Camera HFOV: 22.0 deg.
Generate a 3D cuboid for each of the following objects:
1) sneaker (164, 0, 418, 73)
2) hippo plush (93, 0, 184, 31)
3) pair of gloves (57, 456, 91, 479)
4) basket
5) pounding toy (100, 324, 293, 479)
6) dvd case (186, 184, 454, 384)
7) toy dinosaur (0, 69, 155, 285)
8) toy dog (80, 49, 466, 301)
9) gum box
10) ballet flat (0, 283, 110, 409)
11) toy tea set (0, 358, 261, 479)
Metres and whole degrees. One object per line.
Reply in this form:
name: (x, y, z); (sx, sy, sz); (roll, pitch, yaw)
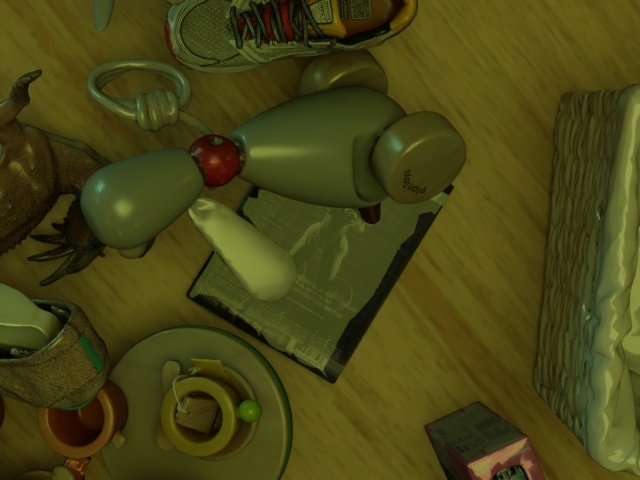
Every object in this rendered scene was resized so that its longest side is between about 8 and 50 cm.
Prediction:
sneaker: (-0.023, -0.196, 1.402); (0.225, 0.093, 0.088); (-13, 96, -14)
hippo plush: (-0.129, -0.314, 1.283); (0.294, 0.236, 0.234); (-27, 103, 11)
pair of gloves: (-0.219, 0.244, 1.544); (0.083, 0.010, 0.074); (33, 90, -10)
basket: (0.375, 0.030, 1.481); (0.331, 0.266, 0.328); (4, 94, -9)
pounding toy: (-0.086, 0.187, 1.506); (0.183, 0.110, 0.237); (-32, 83, 16)
dvd case: (0.000, 0.000, 1.550); (0.164, 0.018, 0.221); (31, 90, -9)
toy dinosaur: (-0.290, -0.031, 1.458); (0.296, 0.127, 0.200); (-22, 105, 0)
toy dog: (-0.043, -0.047, 1.448); (0.334, 0.220, 0.161); (-5, 132, -8)
gum box: (0.161, 0.222, 1.506); (0.062, 0.188, 0.107); (-24, 97, -6)
ballet flat: (-0.331, 0.065, 1.416); (0.316, 0.106, 0.107); (7, 52, 14)
toy tea set: (-0.217, 0.203, 1.423); (0.336, 0.124, 0.200); (0, 92, 17)
